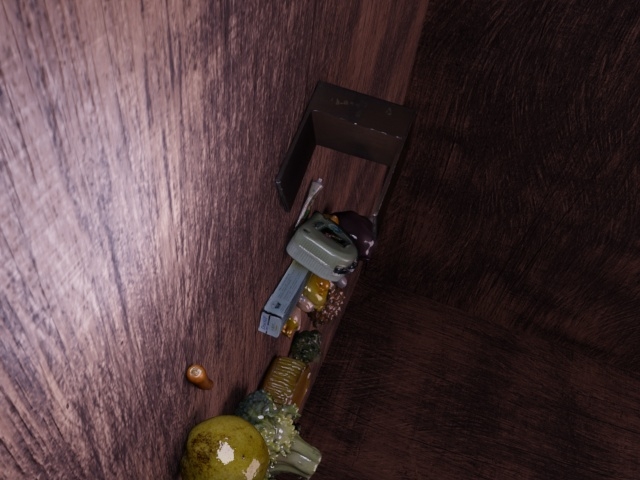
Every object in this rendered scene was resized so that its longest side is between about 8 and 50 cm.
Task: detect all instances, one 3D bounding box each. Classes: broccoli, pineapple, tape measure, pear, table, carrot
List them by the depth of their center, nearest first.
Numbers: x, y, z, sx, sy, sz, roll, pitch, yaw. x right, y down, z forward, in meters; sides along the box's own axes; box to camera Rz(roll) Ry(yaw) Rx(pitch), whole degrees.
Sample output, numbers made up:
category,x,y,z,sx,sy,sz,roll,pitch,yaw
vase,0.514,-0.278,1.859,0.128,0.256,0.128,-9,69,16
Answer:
category,x,y,z,sx,sy,sz,roll,pitch,yaw
carrot,-0.248,0.292,1.219,0.190,0.037,0.037,98,14,-67
pear,-0.224,0.493,1.317,0.197,0.197,0.197,19,90,-81
table,0.065,-0.185,1.403,0.196,0.251,0.282,82,27,-72
broccoli,-0.133,0.571,1.667,0.293,0.281,0.348,-56,172,-53
tape measure,0.027,0.012,1.705,0.115,0.207,0.235,-60,175,23
pineapple,0.005,0.245,2.233,0.166,0.166,0.193,-25,134,-78
broccoli,-0.051,0.440,2.392,0.146,0.138,0.162,-8,129,-35

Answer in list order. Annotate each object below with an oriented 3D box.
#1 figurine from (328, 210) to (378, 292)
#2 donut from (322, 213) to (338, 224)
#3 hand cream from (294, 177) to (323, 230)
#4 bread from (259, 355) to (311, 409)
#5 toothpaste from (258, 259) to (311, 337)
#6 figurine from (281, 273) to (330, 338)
category,x,y,z,sx,sy,sz,roll,pitch,yaw
figurine,0.077,0.070,2.088,0.365,0.206,0.218,-69,-162,3
donut,0.000,-0.001,1.915,0.174,0.075,0.190,-60,157,-27
hand cream,-0.035,-0.103,1.684,0.165,0.037,0.057,-66,171,6
bread,-0.137,0.539,2.053,0.227,0.142,0.253,102,14,-45
toothpaste,-0.090,0.150,1.743,0.313,0.071,0.089,-61,169,-49
figurine,-0.058,0.201,1.922,0.246,0.131,0.156,-52,125,-17
